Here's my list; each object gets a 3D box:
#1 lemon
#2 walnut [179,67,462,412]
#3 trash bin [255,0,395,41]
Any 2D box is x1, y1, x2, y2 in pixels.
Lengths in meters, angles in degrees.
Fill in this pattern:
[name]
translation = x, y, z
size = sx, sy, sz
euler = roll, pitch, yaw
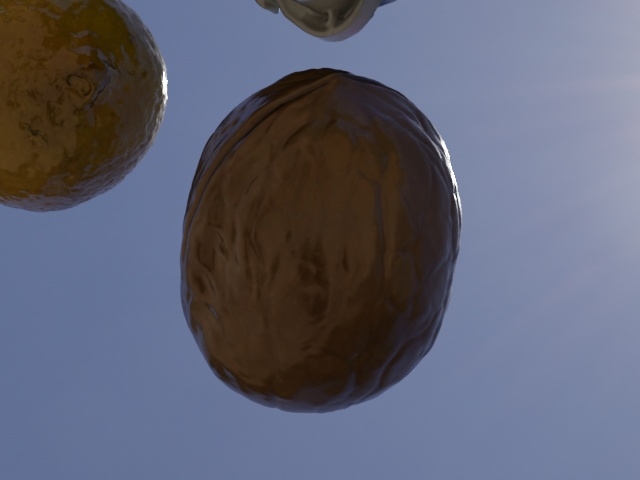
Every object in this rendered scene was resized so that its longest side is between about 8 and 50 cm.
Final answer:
[lemon]
translation = -0.223, -0.116, 1.299
size = 0.257, 0.188, 0.188
euler = -9, -88, 58
[walnut]
translation = 0.000, 0.000, 0.914
size = 0.167, 0.167, 0.207
euler = 31, -52, 31
[trash bin]
translation = -0.096, -0.321, 1.112
size = 0.296, 0.368, 0.256
euler = 41, -70, 32
